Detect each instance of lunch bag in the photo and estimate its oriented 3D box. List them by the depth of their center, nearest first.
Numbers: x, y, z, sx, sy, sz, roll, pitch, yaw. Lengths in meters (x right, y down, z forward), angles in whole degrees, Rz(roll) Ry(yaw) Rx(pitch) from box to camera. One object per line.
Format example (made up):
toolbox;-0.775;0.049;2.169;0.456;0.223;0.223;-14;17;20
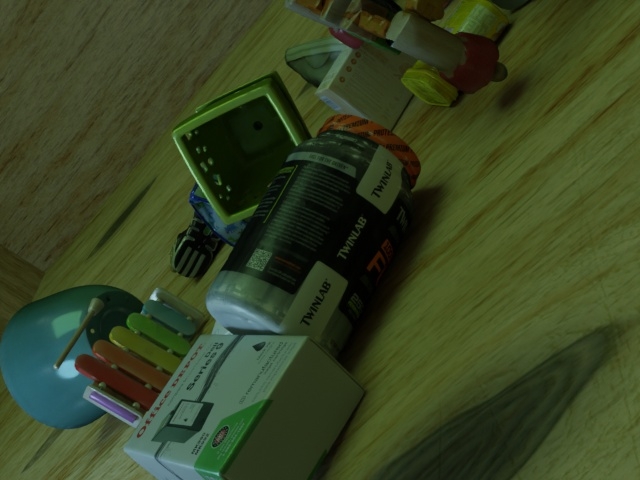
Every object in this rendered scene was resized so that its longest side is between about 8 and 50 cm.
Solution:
lunch bag;-0.206;-0.085;2.197;0.096;0.151;0.129;-42;21;34

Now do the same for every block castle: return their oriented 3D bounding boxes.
block castle;0.156;-0.423;1.583;0.453;0.213;0.303;38;107;58

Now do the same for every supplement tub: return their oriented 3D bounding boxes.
supplement tub;0.000;0.000;1.463;0.338;0.207;0.207;-61;20;-18

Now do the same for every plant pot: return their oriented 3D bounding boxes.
plant pot;-0.137;-0.201;2.053;0.228;0.227;0.207;-24;21;14
plant pot;-0.481;0.224;2.138;0.235;0.293;0.293;-27;32;39

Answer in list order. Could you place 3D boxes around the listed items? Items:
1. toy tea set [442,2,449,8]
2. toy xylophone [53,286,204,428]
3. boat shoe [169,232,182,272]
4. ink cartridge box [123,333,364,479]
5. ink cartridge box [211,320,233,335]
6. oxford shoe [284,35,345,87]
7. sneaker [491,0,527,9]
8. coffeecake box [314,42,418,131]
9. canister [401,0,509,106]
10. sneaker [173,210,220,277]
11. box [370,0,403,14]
toy tea set;0.229;-0.595;2.076;0.200;0.124;0.336;-47;20;21
toy xylophone;-0.364;0.215;1.948;0.081;0.236;0.323;-56;12;39
boat shoe;-0.347;0.030;2.495;0.045;0.050;0.135;-41;22;20
ink cartridge box;-0.110;0.241;1.361;0.289;0.121;0.211;-7;43;55
ink cartridge box;-0.165;0.147;1.849;0.235;0.056;0.171;-37;26;36
oxford shoe;0.030;-0.359;2.142;0.169;0.130;0.449;-11;10;-15
sneaker;0.352;-0.455;1.582;0.258;0.094;0.091;-23;40;58
coffeecake box;0.101;-0.300;1.842;0.185;0.142;0.068;-58;18;-13
canister;0.222;-0.310;1.680;0.170;0.073;0.126;-53;19;-2
sneaker;-0.263;-0.050;2.352;0.281;0.106;0.162;-57;16;-7
box;0.097;-0.499;2.138;0.059;0.183;0.233;-48;20;17
